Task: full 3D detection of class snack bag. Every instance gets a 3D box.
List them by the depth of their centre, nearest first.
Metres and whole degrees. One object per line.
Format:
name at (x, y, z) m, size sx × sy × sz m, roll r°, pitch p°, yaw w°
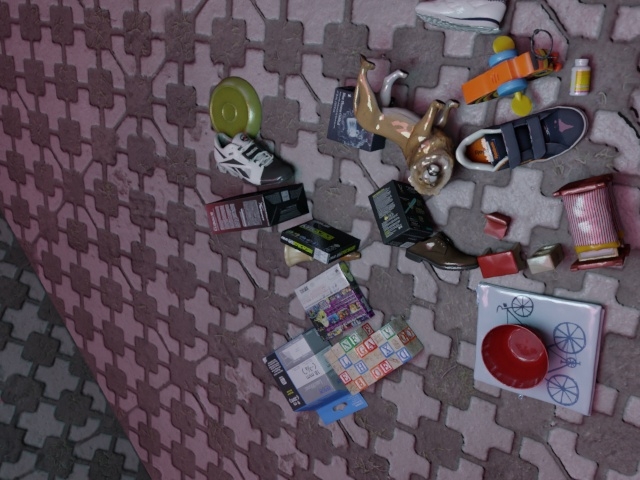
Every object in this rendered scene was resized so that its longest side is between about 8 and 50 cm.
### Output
snack bag at (0.586, 0.295, 1.632) m, size 0.343 × 0.037 × 0.322 m, roll 10°, pitch 109°, yaw 36°

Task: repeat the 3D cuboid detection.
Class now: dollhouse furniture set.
dollhouse furniture set at (0.555, -0.019, 1.482) m, size 0.374 × 0.152 × 0.201 m, roll -15°, pitch 95°, yaw 38°

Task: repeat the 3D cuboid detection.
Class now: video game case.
video game case at (0.042, 0.208, 1.989) m, size 0.232 × 0.042 × 0.210 m, roll -34°, pitch 83°, yaw 38°

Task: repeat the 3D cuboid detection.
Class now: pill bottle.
pill bottle at (0.615, -0.386, 1.395) m, size 0.044 × 0.043 × 0.083 m, roll 10°, pitch 110°, yaw 33°

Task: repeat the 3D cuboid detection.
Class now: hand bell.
hand bell at (0.017, 0.039, 1.938) m, size 0.242 × 0.126 × 0.126 m, roll 6°, pitch 108°, yaw 20°

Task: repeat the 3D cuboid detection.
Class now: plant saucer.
plant saucer at (-0.306, -0.444, 2.042) m, size 0.241 × 0.037 × 0.240 m, roll 12°, pitch 111°, yaw 33°

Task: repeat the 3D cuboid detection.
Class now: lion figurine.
lion figurine at (0.212, -0.310, 1.582) m, size 0.392 × 0.142 × 0.240 m, roll 40°, pitch 126°, yaw 22°

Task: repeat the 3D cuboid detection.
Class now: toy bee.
toy bee at (0.494, -0.401, 1.428) m, size 0.298 × 0.162 × 0.195 m, roll 22°, pitch 120°, yaw 59°

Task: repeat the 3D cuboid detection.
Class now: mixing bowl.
mixing bowl at (0.535, 0.296, 1.584) m, size 0.182 × 0.098 × 0.181 m, roll 11°, pitch 109°, yaw 35°

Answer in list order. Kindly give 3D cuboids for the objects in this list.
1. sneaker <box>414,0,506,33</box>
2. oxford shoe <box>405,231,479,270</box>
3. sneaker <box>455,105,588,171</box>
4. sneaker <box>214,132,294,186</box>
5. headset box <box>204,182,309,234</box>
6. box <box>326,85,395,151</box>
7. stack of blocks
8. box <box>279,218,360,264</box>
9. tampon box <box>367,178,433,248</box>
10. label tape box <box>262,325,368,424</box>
sneaker at (0.356, -0.591, 1.505) m, size 0.235 × 0.090 × 0.094 m, roll 19°, pitch 102°, yaw 26°
oxford shoe at (0.349, 0.028, 1.691) m, size 0.227 × 0.083 × 0.096 m, roll 16°, pitch 111°, yaw 31°
sneaker at (0.494, -0.243, 1.477) m, size 0.321 × 0.127 × 0.126 m, roll -16°, pitch 93°, yaw 36°
sneaker at (-0.239, -0.280, 1.970) m, size 0.331 × 0.122 × 0.146 m, roll 18°, pitch 134°, yaw 29°
headset box at (-0.222, -0.104, 1.972) m, size 0.293 × 0.218 × 0.110 m, roll -6°, pitch 100°, yaw 36°
box at (0.116, -0.359, 1.731) m, size 0.158 × 0.093 × 0.155 m, roll 23°, pitch 116°, yaw 27°
stack of blocks at (0.168, 0.359, 1.917) m, size 0.297 × 0.087 × 0.171 m, roll -43°, pitch 78°, yaw 36°
box at (0.000, 0.000, 1.867) m, size 0.191 × 0.184 × 0.045 m, roll 26°, pitch 120°, yaw 28°
tampon box at (0.228, -0.074, 1.689) m, size 0.101 × 0.121 × 0.160 m, roll -34°, pitch 60°, yaw 37°
label tape box at (-0.023, 0.499, 2.087) m, size 0.241 × 0.106 × 0.333 m, roll -38°, pitch 81°, yaw 38°
